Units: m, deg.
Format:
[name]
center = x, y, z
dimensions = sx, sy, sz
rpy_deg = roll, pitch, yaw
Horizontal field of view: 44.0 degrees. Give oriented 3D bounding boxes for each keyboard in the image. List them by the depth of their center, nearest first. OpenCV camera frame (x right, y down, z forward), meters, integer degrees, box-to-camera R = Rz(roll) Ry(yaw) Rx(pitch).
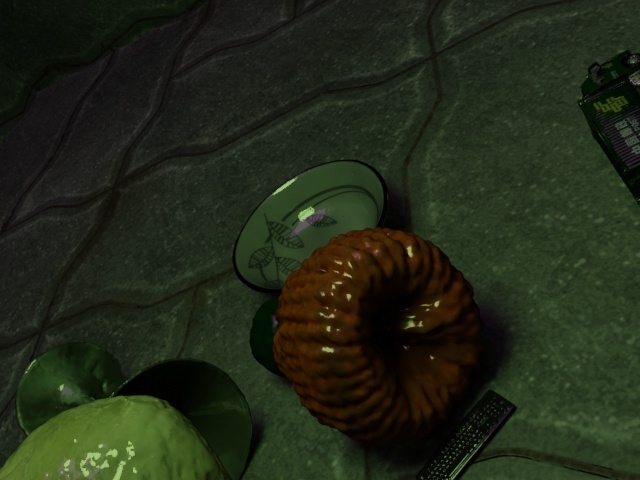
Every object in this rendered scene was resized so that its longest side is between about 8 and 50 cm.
[keyboard]
center = 0.186, 0.260, 1.021
dimensions = 0.155, 0.010, 0.053
rpy_deg = -48, 34, -10

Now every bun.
[bun]
center = -0.238, 0.377, 0.964
dimensions = 0.352, 0.349, 0.227
rpy_deg = -67, 18, 2

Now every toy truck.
[toy truck]
center = 0.469, -0.177, 1.175
dimensions = 0.121, 0.088, 0.259
rpy_deg = -28, 37, 17

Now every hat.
[hat]
center = 0.040, 0.112, 1.145
dimensions = 0.285, 0.285, 0.400
rpy_deg = -48, 21, -11

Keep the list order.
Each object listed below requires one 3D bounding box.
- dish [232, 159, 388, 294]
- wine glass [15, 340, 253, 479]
[dish]
center = 0.000, 0.000, 1.411
dimensions = 0.317, 0.106, 0.316
rpy_deg = -23, 38, 20
[wine glass]
center = -0.333, 0.290, 1.282
dimensions = 0.406, 0.267, 0.267
rpy_deg = 5, 54, 50
